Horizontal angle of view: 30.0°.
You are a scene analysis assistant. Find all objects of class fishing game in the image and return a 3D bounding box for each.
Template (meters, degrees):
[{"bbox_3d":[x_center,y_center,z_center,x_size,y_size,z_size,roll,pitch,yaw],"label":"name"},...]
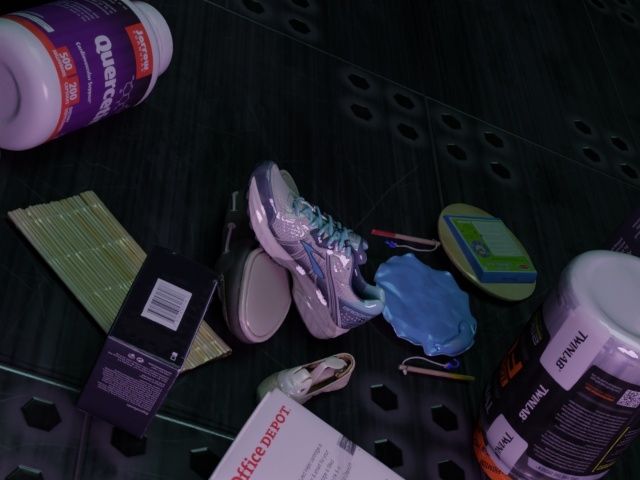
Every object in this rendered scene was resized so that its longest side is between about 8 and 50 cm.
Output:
[{"bbox_3d":[0.158,0.102,1.834,0.189,0.041,0.264,9,51,-31],"label":"fishing game"}]

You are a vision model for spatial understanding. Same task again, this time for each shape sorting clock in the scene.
[{"bbox_3d":[0.281,0.021,2.023,0.206,0.040,0.206,25,34,-19],"label":"shape sorting clock"}]

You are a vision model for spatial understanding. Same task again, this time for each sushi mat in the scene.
[{"bbox_3d":[-0.264,0.055,1.567,0.316,0.019,0.151,47,38,17],"label":"sushi mat"}]

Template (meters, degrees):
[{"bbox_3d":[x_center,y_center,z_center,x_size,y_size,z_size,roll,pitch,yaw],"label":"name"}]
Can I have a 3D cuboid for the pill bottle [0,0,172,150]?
[{"bbox_3d":[-0.356,-0.255,1.713,0.181,0.181,0.323,42,36,10],"label":"pill bottle"}]

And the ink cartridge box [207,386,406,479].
[{"bbox_3d":[-0.004,0.329,1.371,0.273,0.115,0.198,35,35,1],"label":"ink cartridge box"}]

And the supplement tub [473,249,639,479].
[{"bbox_3d":[0.347,0.192,1.604,0.207,0.338,0.207,15,39,-13],"label":"supplement tub"}]

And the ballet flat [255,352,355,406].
[{"bbox_3d":[-0.019,0.182,1.585,0.168,0.052,0.057,-16,59,-47],"label":"ballet flat"}]

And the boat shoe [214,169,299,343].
[{"bbox_3d":[-0.099,0.029,1.686,0.112,0.095,0.335,58,27,-32],"label":"boat shoe"}]

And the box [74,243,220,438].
[{"bbox_3d":[-0.203,0.118,1.401,0.093,0.158,0.156,25,45,-6],"label":"box"}]

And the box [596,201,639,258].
[{"bbox_3d":[0.628,0.090,1.961,0.179,0.343,0.312,1,48,-39],"label":"box"}]

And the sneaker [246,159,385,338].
[{"bbox_3d":[0.000,0.000,1.645,0.283,0.122,0.110,60,27,-24],"label":"sneaker"}]
